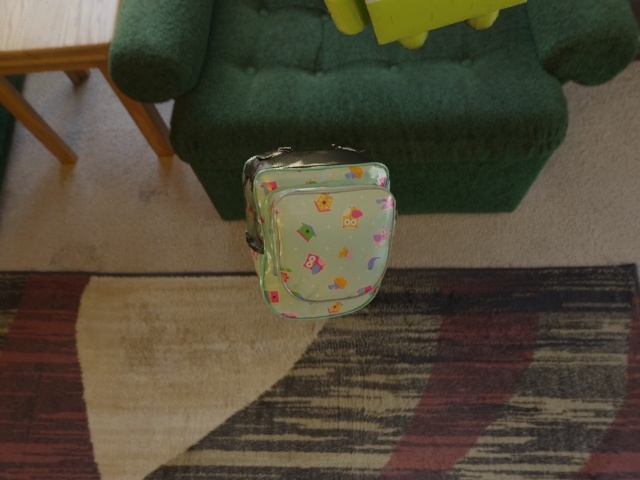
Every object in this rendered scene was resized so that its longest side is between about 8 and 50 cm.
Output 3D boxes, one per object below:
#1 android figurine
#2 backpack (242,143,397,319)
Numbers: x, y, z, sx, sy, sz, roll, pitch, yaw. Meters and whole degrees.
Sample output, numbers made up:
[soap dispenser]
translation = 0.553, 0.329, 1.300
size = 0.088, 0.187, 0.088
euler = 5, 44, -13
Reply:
[android figurine]
translation = 0.122, -0.261, 0.488
size = 0.248, 0.273, 0.056
euler = -12, 88, 14
[backpack]
translation = 0.000, 0.000, 0.584
size = 0.165, 0.189, 0.144
euler = -7, 29, -15
